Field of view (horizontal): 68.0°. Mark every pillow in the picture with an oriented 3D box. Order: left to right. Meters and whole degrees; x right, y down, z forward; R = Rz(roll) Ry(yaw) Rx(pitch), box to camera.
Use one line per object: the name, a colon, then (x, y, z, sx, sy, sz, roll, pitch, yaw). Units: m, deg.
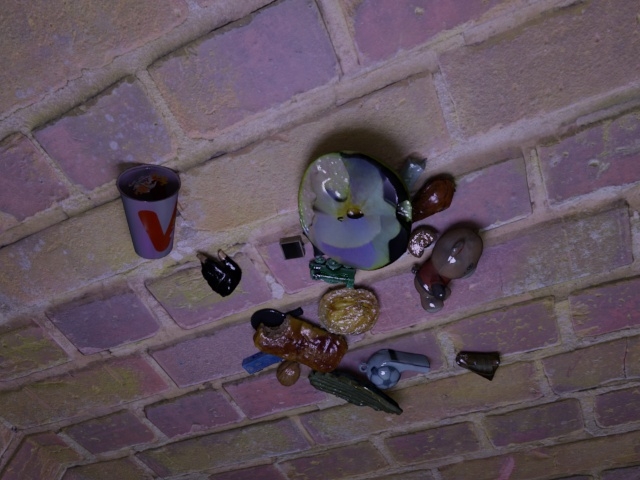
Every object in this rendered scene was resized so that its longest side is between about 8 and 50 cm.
pillow: (0.000, -0.001, 1.694, 0.091, 0.055, 0.136, -35, 124, -12)

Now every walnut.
walnut: (-0.139, 0.579, 2.078, 0.105, 0.105, 0.124, 33, 109, -19)

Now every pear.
pear: (0.126, -0.118, 1.494, 0.399, 0.165, 0.399, 18, 128, 24)

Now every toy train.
toy train: (0.043, 0.118, 1.743, 0.178, 0.104, 0.071, 8, 129, -2)

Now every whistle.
whistle: (0.300, 0.551, 2.000, 0.289, 0.163, 0.163, 10, 125, -7)

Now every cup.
cup: (-0.568, -0.083, 1.601, 0.203, 0.203, 0.288, 11, 131, -4)

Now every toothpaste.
toothpaste: (-0.215, 0.499, 2.053, 0.272, 0.053, 0.066, -29, 114, 22)

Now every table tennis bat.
table tennis bat: (-0.177, 0.325, 1.945, 0.236, 0.027, 0.150, -23, 122, 19)

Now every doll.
doll: (0.437, 0.090, 1.658, 0.174, 0.235, 0.330, 43, 126, 17)

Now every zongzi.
zongzi: (0.655, 0.543, 2.024, 0.187, 0.084, 0.184, 4, 135, 9)

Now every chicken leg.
chicken leg: (0.332, -0.092, 1.596, 0.113, 0.093, 0.304, 24, 128, -26)

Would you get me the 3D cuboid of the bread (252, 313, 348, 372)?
bread: (-0.076, 0.407, 1.912, 0.380, 0.109, 0.185, 24, 108, -20)

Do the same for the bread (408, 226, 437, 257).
bread: (0.351, 0.000, 1.664, 0.082, 0.060, 0.113, 43, 115, 7)

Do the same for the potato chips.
potato chips: (0.155, 0.669, 2.068, 0.429, 0.070, 0.358, 28, 153, -8)

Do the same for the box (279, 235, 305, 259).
box: (-0.099, 0.027, 1.728, 0.083, 0.035, 0.079, -9, 124, 10)

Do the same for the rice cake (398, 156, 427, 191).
rice cake: (0.268, -0.182, 1.544, 0.063, 0.069, 0.206, 23, 124, -12)

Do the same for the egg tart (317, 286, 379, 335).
egg tart: (0.108, 0.267, 1.851, 0.252, 0.098, 0.232, -22, 115, 13)

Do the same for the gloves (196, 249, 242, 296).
gloves: (-0.390, 0.115, 1.763, 0.180, 0.106, 0.129, 37, 121, -25)
